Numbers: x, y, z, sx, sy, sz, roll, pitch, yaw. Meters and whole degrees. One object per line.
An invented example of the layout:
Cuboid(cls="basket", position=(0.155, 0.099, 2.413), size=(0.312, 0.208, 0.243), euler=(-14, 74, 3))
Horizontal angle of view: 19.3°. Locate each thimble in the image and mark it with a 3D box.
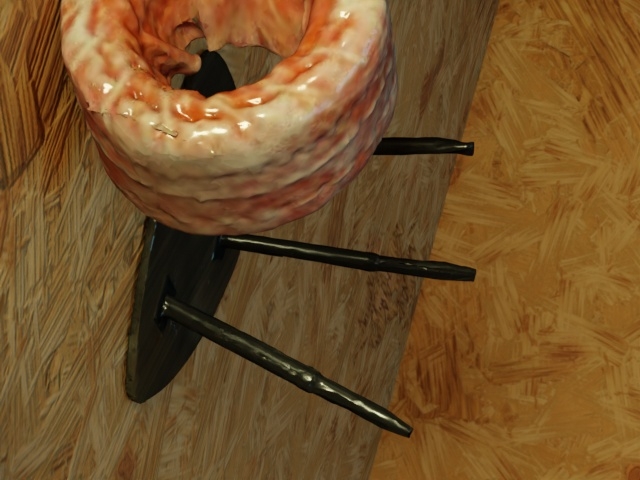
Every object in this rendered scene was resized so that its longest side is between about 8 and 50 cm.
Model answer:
Cuboid(cls="thimble", position=(-0.062, -0.130, 1.312), size=(0.162, 0.239, 0.239), euler=(79, 26, -61))

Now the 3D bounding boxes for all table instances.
Cuboid(cls="table", position=(0.000, 0.000, 1.662), size=(0.317, 0.249, 0.317), euler=(12, 90, -79))
